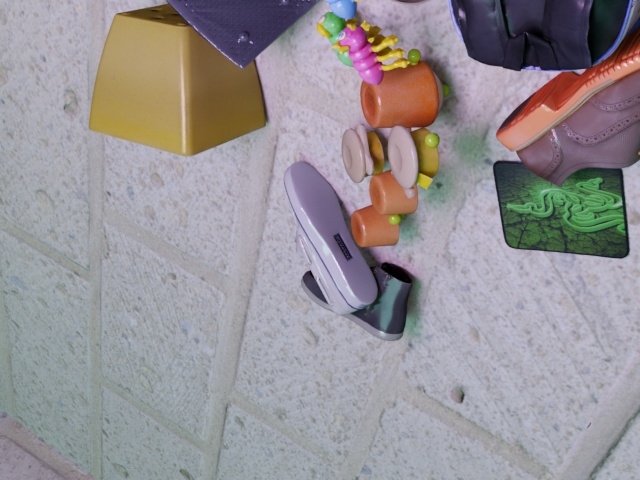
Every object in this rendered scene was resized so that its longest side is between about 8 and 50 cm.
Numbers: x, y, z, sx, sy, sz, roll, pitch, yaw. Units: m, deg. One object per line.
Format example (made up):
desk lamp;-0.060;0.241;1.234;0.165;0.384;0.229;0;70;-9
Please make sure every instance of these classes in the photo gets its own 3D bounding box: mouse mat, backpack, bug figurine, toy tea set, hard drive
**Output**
mouse mat;0.344;-0.045;1.260;0.190;0.007;0.152;5;124;34
backpack;0.255;-0.327;0.970;0.277;0.213;0.263;18;123;35
bug figurine;0.016;-0.308;1.155;0.216;0.072;0.279;54;180;-27
toy tea set;0.123;-0.120;1.302;0.336;0.124;0.200;114;142;-63
hard drive;-0.147;-0.384;1.275;0.254;0.172;0.054;46;171;0

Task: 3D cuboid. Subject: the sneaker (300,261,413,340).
sneaker;0.068;0.073;1.527;0.222;0.083;0.118;27;114;31

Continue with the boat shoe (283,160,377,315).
boat shoe;0.000;0.000;1.464;0.088;0.096;0.267;-32;87;40

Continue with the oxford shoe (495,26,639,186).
oxford shoe;0.378;-0.174;1.058;0.133;0.130;0.364;46;149;-8

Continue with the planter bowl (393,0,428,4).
planter bowl;0.092;-0.387;1.104;0.109;0.162;0.162;36;144;52

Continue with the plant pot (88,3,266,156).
plant pot;-0.227;-0.269;1.399;0.212;0.212;0.187;18;119;27
